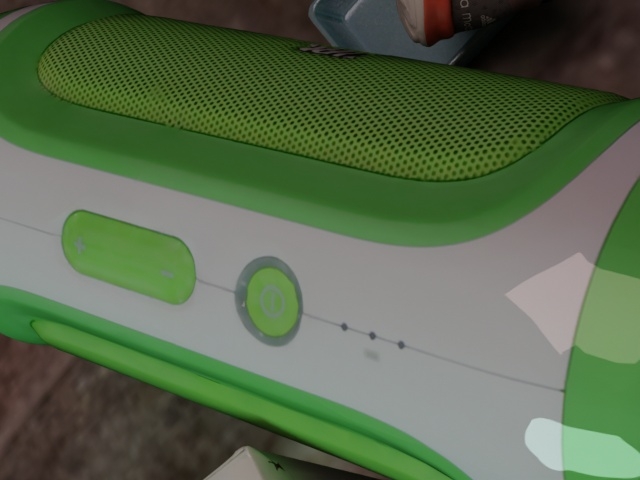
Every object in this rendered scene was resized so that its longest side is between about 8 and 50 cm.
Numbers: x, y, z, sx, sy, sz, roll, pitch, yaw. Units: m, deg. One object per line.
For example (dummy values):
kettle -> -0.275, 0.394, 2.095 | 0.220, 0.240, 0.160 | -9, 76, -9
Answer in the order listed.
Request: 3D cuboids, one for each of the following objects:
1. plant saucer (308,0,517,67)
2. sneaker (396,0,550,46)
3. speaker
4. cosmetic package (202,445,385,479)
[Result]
plant saucer -> 0.077, -0.126, 0.516 | 0.192, 0.018, 0.067 | -46, 54, 16
sneaker -> 0.050, -0.138, 0.504 | 0.064, 0.061, 0.158 | -7, 71, 6
speaker -> 0.000, 0.000, 0.458 | 0.296, 0.131, 0.131 | 15, 85, 39
cosmetic package -> 0.037, 0.172, 0.403 | 0.060, 0.099, 0.239 | -42, 56, 19
